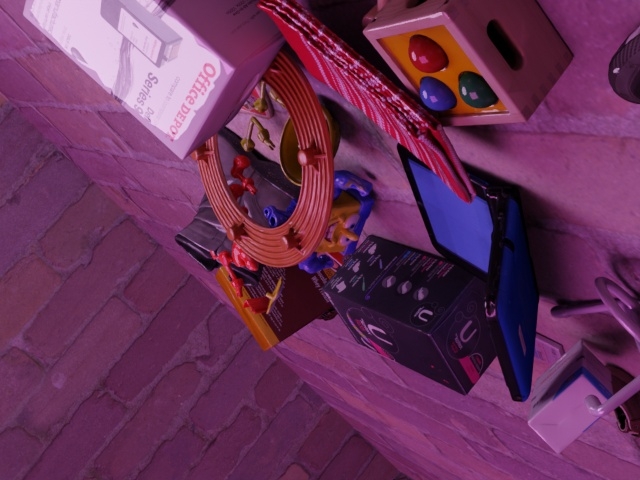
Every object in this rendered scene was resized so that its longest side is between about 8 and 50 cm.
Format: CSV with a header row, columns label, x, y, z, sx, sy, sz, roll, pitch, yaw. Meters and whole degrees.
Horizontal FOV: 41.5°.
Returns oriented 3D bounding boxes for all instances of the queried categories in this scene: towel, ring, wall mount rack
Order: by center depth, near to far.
label,x,y,z,sx,sy,sz,roll,pitch,yaw
towel,0.053,-0.157,0.934,0.275,0.031,0.199,46,-177,27
wall mount rack,0.425,0.180,1.064,0.350,0.130,0.304,42,-158,-7
ring,-0.098,-0.122,1.194,0.336,0.032,0.337,26,124,46

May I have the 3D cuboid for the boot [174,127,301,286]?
label,x,y,z,sx,sy,sz,roll,pitch,yaw
boot,-0.198,-0.078,1.539,0.338,0.223,0.118,32,164,24

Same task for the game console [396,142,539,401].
label,x,y,z,sx,sy,sz,roll,pitch,yaw
game console,0.191,0.046,1.127,0.173,0.250,0.293,1,149,22

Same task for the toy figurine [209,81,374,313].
label,x,y,z,sx,sy,sz,roll,pitch,yaw
toy figurine,-0.006,-0.069,1.325,0.191,0.217,0.363,44,127,39

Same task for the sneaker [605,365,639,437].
label,x,y,z,sx,sy,sz,roll,pitch,yaw
sneaker,0.482,0.270,1.265,0.188,0.071,0.066,38,165,3

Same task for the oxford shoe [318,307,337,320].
label,x,y,z,sx,sy,sz,roll,pitch,yaw
oxford shoe,0.029,0.141,1.890,0.083,0.096,0.227,40,163,0

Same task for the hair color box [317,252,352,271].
label,x,y,z,sx,sy,sz,roll,pitch,yaw
hair color box,0.000,0.000,1.649,0.141,0.043,0.072,39,164,-5

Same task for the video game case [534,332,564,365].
label,x,y,z,sx,sy,sz,roll,pitch,yaw
video game case,0.349,0.170,1.397,0.122,0.011,0.087,27,161,37

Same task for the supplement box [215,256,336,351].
label,x,y,z,sx,sy,sz,roll,pitch,yaw
supplement box,-0.079,0.092,1.723,0.191,0.194,0.129,56,165,3

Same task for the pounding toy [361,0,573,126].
label,x,y,z,sx,sy,sz,roll,pitch,yaw
pounding toy,0.092,-0.195,0.789,0.181,0.094,0.206,46,163,-25

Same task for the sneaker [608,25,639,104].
label,x,y,z,sx,sy,sz,roll,pitch,yaw
sneaker,0.277,-0.112,0.581,0.078,0.106,0.234,46,163,-22

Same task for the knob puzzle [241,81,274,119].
label,x,y,z,sx,sy,sz,roll,pitch,yaw
knob puzzle,-0.154,-0.251,1.314,0.213,0.030,0.213,35,164,12

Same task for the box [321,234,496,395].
label,x,y,z,sx,sy,sz,roll,pitch,yaw
box,0.159,0.118,1.417,0.270,0.143,0.165,19,150,50

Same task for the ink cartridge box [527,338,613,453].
label,x,y,z,sx,sy,sz,roll,pitch,yaw
ink cartridge box,0.353,0.213,1.188,0.060,0.104,0.180,44,-161,6

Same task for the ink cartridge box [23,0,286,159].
label,x,y,z,sx,sy,sz,roll,pitch,yaw
ink cartridge box,-0.211,-0.276,1.059,0.289,0.121,0.211,42,142,-1
